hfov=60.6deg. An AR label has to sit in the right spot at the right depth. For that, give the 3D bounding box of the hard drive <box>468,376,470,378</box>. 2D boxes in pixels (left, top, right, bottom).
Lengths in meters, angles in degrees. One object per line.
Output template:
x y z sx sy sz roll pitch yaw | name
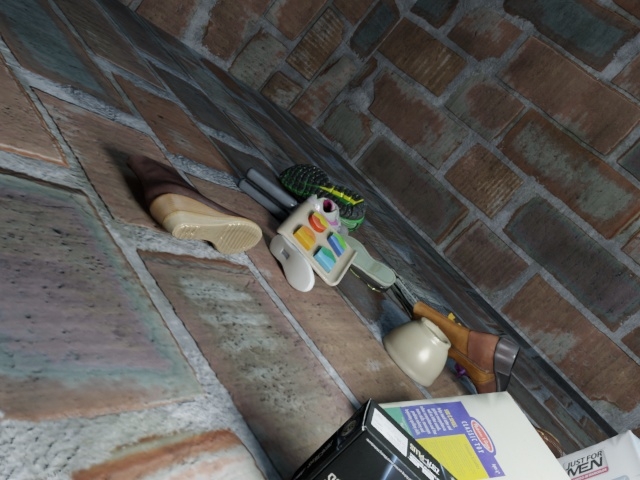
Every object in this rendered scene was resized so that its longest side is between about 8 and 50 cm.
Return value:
0.460 0.391 1.680 0.094 0.022 0.135 41 14 -5 | hard drive

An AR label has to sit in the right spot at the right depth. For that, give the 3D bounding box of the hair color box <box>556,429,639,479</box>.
0.460 0.499 0.808 0.113 0.185 0.374 38 33 -20 | hair color box

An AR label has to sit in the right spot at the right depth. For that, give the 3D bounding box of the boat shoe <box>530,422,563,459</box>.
0.553 0.523 1.444 0.207 0.073 0.073 34 16 -2 | boat shoe

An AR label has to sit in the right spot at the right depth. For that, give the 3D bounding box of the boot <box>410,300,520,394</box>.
0.346 0.311 1.419 0.280 0.264 0.096 21 48 26 | boot

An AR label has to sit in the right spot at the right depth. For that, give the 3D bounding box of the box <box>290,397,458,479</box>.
0.071 0.307 0.643 0.180 0.147 0.077 43 14 3 | box

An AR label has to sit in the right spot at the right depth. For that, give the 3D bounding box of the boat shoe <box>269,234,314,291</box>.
-0.055 0.056 1.247 0.063 0.066 0.184 27 11 -43 | boat shoe

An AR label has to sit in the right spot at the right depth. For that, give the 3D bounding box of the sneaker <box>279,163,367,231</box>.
-0.006 -0.136 1.863 0.343 0.146 0.134 36 56 20 | sneaker

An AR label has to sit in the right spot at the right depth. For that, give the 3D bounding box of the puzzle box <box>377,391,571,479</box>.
0.257 0.394 0.795 0.272 0.052 0.409 0 30 -16 | puzzle box

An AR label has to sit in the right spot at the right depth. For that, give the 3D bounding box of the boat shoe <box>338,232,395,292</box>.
0.119 0.071 1.645 0.228 0.069 0.081 41 53 13 | boat shoe

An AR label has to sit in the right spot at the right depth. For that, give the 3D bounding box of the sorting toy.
0.000 0.000 1.443 0.208 0.038 0.193 44 34 -4 | sorting toy

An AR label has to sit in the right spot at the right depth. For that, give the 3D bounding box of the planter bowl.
0.246 0.257 1.335 0.162 0.109 0.162 38 15 -12 | planter bowl

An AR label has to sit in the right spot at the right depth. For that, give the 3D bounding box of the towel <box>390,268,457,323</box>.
0.365 0.227 1.850 0.324 0.056 0.312 30 19 -37 | towel

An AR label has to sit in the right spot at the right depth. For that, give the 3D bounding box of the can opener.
-0.101 -0.087 1.505 0.283 0.076 0.095 37 14 -12 | can opener

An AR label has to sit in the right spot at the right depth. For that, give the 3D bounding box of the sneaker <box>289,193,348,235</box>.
0.022 -0.066 1.694 0.103 0.111 0.252 51 16 31 | sneaker

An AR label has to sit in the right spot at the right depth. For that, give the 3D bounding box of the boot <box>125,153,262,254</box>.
-0.240 -0.077 1.073 0.248 0.090 0.207 14 33 -55 | boot

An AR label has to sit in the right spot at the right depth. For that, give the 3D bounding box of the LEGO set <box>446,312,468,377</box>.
0.368 0.287 1.573 0.093 0.087 0.227 -16 54 -30 | LEGO set
